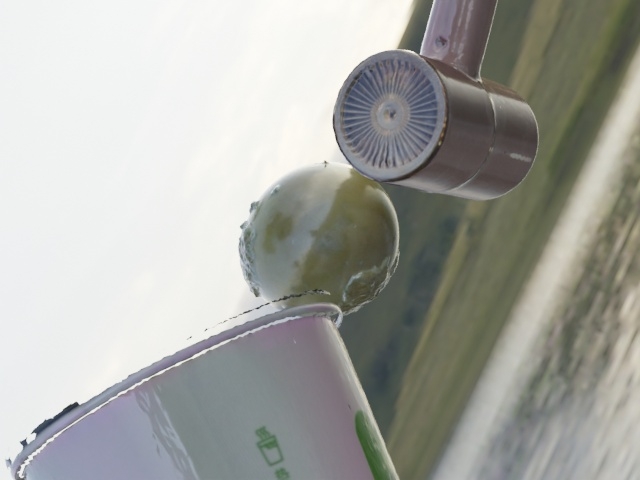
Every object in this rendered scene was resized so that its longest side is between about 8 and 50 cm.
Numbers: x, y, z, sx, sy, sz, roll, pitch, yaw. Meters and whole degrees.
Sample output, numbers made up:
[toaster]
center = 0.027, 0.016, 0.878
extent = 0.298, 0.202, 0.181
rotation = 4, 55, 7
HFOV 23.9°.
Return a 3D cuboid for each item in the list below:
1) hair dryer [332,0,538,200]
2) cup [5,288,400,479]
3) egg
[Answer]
[hair dryer]
center = 0.131, -0.205, 1.218
extent = 0.189, 0.106, 0.344
rotation = 7, -80, -57
[cup]
center = -0.041, 0.210, 1.000
extent = 0.253, 0.274, 0.253
rotation = -26, -13, -7
[egg]
center = 0.000, 0.003, 1.577
extent = 0.201, 0.164, 0.164
rotation = -40, 18, 55
